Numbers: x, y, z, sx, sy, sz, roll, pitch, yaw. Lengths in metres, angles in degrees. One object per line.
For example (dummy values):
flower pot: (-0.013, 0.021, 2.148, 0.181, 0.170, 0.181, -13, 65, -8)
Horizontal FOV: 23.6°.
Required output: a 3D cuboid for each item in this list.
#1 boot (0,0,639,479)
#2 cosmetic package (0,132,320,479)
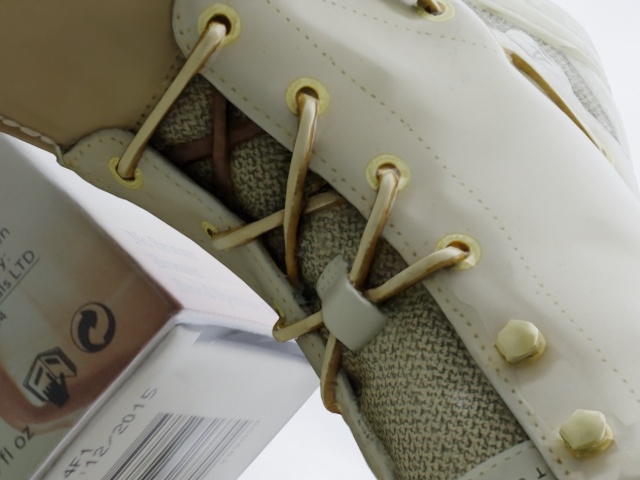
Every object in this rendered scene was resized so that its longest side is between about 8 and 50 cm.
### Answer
boot: (0.000, 0.000, 0.374, 0.095, 0.262, 0.203, -50, -139, 31)
cosmetic package: (-0.151, -0.019, 0.548, 0.296, 0.129, 0.153, 43, 8, 20)
